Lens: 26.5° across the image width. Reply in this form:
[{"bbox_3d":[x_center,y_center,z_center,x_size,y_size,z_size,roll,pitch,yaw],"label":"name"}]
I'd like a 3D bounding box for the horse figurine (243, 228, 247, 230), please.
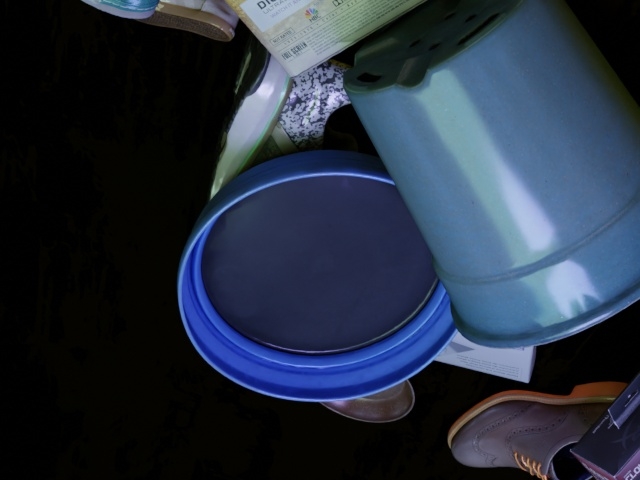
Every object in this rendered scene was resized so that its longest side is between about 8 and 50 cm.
[{"bbox_3d":[0.000,0.000,1.908,0.263,0.066,0.174,-9,139,-16],"label":"horse figurine"}]

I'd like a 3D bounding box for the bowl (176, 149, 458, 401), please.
[{"bbox_3d":[0.006,0.049,1.801,0.391,0.077,0.391,-2,127,-3],"label":"bowl"}]

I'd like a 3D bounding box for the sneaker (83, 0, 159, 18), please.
[{"bbox_3d":[-0.291,-0.391,1.585,0.302,0.108,0.121,44,128,4],"label":"sneaker"}]

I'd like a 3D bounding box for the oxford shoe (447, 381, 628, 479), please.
[{"bbox_3d":[0.337,0.313,2.096,0.363,0.133,0.130,-20,125,41],"label":"oxford shoe"}]

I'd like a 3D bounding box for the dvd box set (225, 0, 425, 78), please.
[{"bbox_3d":[-0.040,-0.405,1.471,0.307,0.062,0.420,-28,119,29],"label":"dvd box set"}]

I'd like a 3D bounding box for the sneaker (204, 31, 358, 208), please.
[{"bbox_3d":[-0.047,-0.111,1.810,0.182,0.158,0.410,14,145,-7],"label":"sneaker"}]

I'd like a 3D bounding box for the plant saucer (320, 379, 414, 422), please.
[{"bbox_3d":[0.062,0.222,2.206,0.198,0.036,0.199,14,141,12],"label":"plant saucer"}]

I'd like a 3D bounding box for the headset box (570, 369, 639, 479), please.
[{"bbox_3d":[0.510,0.303,1.921,0.293,0.218,0.110,47,171,-27],"label":"headset box"}]

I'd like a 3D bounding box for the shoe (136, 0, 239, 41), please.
[{"bbox_3d":[-0.201,-0.309,1.725,0.219,0.058,0.076,18,172,14],"label":"shoe"}]

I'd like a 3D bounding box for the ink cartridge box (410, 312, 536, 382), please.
[{"bbox_3d":[0.205,0.150,1.998,0.223,0.045,0.224,13,157,13],"label":"ink cartridge box"}]

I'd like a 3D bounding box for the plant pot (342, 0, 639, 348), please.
[{"bbox_3d":[0.216,-0.115,1.545,0.341,0.341,0.334,-16,118,38],"label":"plant pot"}]
